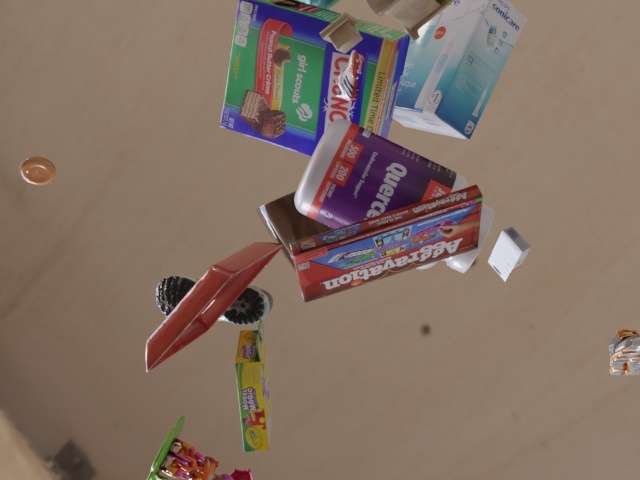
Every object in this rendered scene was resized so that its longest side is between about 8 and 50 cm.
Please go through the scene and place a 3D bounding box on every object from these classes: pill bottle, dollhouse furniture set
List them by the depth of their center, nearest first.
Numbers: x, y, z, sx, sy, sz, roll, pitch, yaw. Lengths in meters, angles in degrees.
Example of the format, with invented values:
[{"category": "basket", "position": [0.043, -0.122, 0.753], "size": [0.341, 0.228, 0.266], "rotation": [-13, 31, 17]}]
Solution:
[{"category": "dollhouse furniture set", "position": [0.158, -0.427, 1.410], "size": [0.174, 0.355, 0.303], "rotation": [57, -163, 11]}, {"category": "pill bottle", "position": [0.129, -0.068, 1.673], "size": [0.322, 0.182, 0.181], "rotation": [25, -154, 0]}]

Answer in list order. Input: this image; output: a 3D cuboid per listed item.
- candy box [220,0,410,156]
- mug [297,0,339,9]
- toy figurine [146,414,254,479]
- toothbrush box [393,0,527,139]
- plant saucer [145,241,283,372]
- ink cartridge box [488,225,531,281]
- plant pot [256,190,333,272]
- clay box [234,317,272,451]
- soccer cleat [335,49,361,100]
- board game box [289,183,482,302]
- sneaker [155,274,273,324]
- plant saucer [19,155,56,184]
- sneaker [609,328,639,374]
[{"category": "candy box", "position": [-0.014, -0.306, 1.858], "size": [0.317, 0.268, 0.122], "rotation": [19, -153, 14]}, {"category": "mug", "position": [-0.028, -0.531, 1.956], "size": [0.157, 0.129, 0.097], "rotation": [37, -119, 15]}, {"category": "toy figurine", "position": [-0.175, 0.361, 1.499], "size": [0.159, 0.130, 0.173], "rotation": [27, 161, 1]}, {"category": "toothbrush box", "position": [0.272, -0.385, 2.067], "size": [0.126, 0.296, 0.216], "rotation": [30, 175, -39]}, {"category": "plant saucer", "position": [-0.204, 0.107, 1.782], "size": [0.048, 0.259, 0.258], "rotation": [45, -158, 5]}, {"category": "ink cartridge box", "position": [0.389, 0.029, 1.999], "size": [0.029, 0.115, 0.063], "rotation": [-26, -118, -25]}, {"category": "plant pot", "position": [0.000, 0.000, 2.107], "size": [0.215, 0.215, 0.230], "rotation": [-22, -89, -63]}, {"category": "clay box", "position": [-0.126, 0.267, 1.813], "size": [0.053, 0.222, 0.127], "rotation": [-4, -158, 2]}, {"category": "soccer cleat", "position": [0.040, -0.241, 1.411], "size": [0.035, 0.083, 0.029], "rotation": [10, -136, 8]}, {"category": "board game box", "position": [0.099, 0.008, 1.418], "size": [0.145, 0.281, 0.027], "rotation": [80, 171, -59]}, {"category": "sneaker", "position": [-0.241, 0.141, 2.224], "size": [0.283, 0.110, 0.122], "rotation": [8, -175, 17]}, {"category": "plant saucer", "position": [-0.667, -0.163, 2.282], "size": [0.083, 0.083, 0.013], "rotation": [27, -144, -30]}, {"category": "sneaker", "position": [0.615, 0.214, 1.933], "size": [0.215, 0.084, 0.083], "rotation": [74, -161, -72]}]
